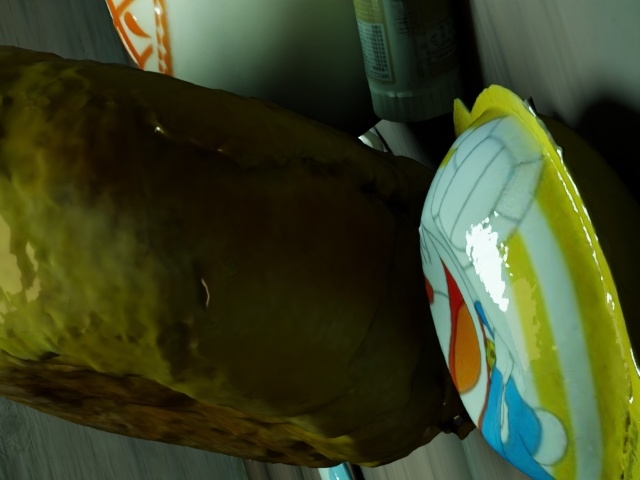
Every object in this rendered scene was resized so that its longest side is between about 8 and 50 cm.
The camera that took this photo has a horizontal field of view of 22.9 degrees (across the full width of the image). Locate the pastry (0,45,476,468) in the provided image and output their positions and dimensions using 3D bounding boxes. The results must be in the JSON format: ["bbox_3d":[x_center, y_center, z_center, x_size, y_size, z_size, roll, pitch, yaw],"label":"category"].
[{"bbox_3d":[-0.077,0.018,0.799,0.356,0.356,0.163,130,155,-79],"label":"pastry"}]

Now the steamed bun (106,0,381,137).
[{"bbox_3d":[-0.047,-0.154,0.841,0.232,0.145,0.231,166,90,-84],"label":"steamed bun"}]

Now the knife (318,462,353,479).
[{"bbox_3d":[0.044,0.281,1.446,0.064,0.031,0.222,100,149,-62],"label":"knife"}]

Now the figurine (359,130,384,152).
[{"bbox_3d":[0.000,0.000,0.991,0.132,0.132,0.153,-118,28,-54],"label":"figurine"}]

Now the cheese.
[{"bbox_3d":[0.096,0.047,0.571,0.270,0.069,0.177,-115,13,-45],"label":"cheese"}]

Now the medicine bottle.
[{"bbox_3d":[0.040,-0.101,0.736,0.047,0.047,0.083,-123,19,-63],"label":"medicine bottle"}]
